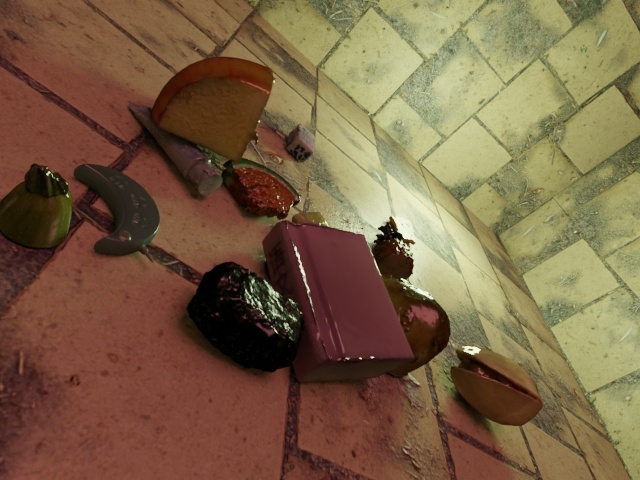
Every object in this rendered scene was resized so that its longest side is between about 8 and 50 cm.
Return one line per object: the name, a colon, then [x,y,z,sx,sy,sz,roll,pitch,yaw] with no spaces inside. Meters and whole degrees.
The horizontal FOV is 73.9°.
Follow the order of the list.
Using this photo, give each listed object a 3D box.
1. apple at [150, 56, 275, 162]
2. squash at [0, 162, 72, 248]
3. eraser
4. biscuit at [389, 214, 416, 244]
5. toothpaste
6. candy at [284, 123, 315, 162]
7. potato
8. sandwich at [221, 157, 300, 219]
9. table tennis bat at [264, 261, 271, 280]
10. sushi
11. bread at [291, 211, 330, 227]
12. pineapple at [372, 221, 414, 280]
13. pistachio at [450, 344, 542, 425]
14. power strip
apple: [-0.258,-0.342,1.102,0.309,0.314,0.252,-111,-178,-56]
squash: [-0.411,-0.066,0.639,0.105,0.132,0.105,33,32,-24]
eraser: [0.033,0.136,0.992,0.272,0.122,0.359,10,48,-37]
biscuit: [0.366,-0.050,1.877,0.162,0.035,0.250,55,28,1]
toothpaste: [-0.349,-0.232,1.036,0.299,0.073,0.114,48,27,19]
candy: [-0.075,-0.368,1.603,0.092,0.073,0.160,41,27,-24]
potato: [0.235,0.201,1.182,0.247,0.196,0.299,24,34,-42]
sandwich: [-0.159,-0.126,1.167,0.235,0.079,0.159,9,56,-46]
table tennis bat: [-0.074,0.097,1.057,0.157,0.013,0.087,33,30,-26]
sushi: [-0.134,0.148,0.779,0.225,0.124,0.127,43,27,-23]
bread: [0.000,0.000,1.239,0.140,0.060,0.178,-7,60,-57]
pineapple: [0.253,0.042,1.494,0.170,0.141,0.310,38,21,-10]
pistachio: [0.528,0.440,1.297,0.318,0.214,0.193,33,68,-18]
power strip: [-0.363,-0.045,0.783,0.137,0.044,0.215,5,49,-54]
